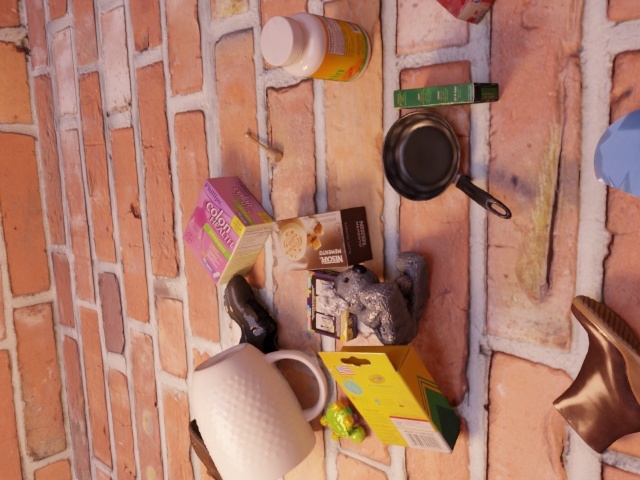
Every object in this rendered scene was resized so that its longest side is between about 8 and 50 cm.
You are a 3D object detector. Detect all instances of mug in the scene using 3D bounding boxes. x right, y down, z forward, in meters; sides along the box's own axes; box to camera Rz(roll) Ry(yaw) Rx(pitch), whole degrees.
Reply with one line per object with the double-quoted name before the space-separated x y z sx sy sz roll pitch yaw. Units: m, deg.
"mug" -0.160 0.445 1.563 0.374 0.276 0.328 -26 93 3

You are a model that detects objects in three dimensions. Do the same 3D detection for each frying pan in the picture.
"frying pan" 0.270 -0.171 1.202 0.326 0.053 0.197 15 108 38

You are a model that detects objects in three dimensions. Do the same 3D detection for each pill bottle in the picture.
"pill bottle" -0.011 -0.435 1.279 0.136 0.246 0.136 9 104 42

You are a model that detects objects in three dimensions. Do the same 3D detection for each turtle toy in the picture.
"turtle toy" 0.065 0.482 1.501 0.130 0.066 0.095 50 127 24

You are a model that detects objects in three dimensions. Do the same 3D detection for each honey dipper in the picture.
"honey dipper" -0.166 -0.269 1.606 0.161 0.030 0.030 41 123 35

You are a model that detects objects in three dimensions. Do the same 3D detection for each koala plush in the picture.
"koala plush" 0.116 0.131 1.313 0.221 0.196 0.203 14 127 37

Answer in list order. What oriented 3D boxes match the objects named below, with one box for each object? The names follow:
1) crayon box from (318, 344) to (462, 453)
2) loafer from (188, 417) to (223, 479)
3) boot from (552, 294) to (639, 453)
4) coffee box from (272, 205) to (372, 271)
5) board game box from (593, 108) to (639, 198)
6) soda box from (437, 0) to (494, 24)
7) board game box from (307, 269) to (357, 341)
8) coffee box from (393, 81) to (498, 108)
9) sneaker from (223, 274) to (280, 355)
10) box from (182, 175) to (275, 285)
"crayon box" 0.159 0.338 1.280 0.202 0.081 0.318 -9 123 43
"loafer" -0.306 0.734 1.867 0.366 0.134 0.130 39 133 37
"boot" 0.498 0.247 1.039 0.248 0.090 0.207 51 126 19
"coffee box" 0.000 0.000 1.450 0.246 0.098 0.141 -6 94 44
"board game box" 0.556 -0.139 0.956 0.169 0.033 0.133 32 113 29
"soda box" 0.235 -0.548 1.135 0.263 0.092 0.083 53 129 22
"board game box" 0.030 0.166 1.489 0.141 0.048 0.170 9 104 39
"coffee box" 0.253 -0.293 1.154 0.184 0.113 0.040 6 105 41
"sneaker" -0.192 0.235 1.683 0.130 0.109 0.286 -14 97 37
"box" -0.280 -0.029 1.692 0.213 0.117 0.243 49 126 25
